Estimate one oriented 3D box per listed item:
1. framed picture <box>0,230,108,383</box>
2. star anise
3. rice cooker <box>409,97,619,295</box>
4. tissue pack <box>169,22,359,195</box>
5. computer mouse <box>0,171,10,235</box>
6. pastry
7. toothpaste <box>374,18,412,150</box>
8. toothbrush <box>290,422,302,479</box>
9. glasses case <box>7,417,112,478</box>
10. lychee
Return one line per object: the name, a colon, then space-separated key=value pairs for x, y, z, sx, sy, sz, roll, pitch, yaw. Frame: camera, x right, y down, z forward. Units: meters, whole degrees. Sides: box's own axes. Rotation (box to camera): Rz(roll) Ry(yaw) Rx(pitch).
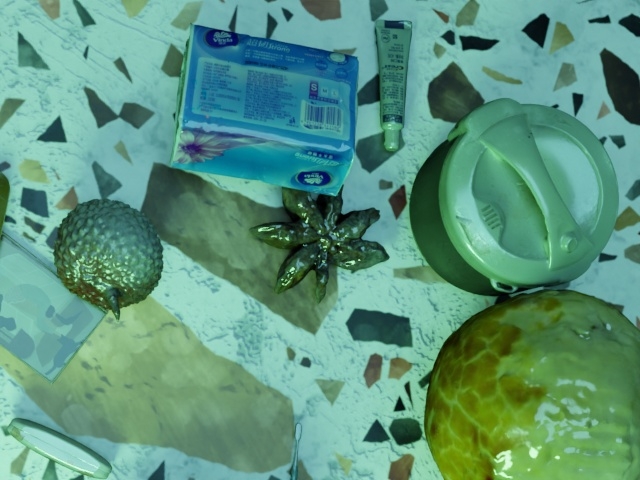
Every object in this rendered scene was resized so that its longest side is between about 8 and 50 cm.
framed picture: x=-0.438 y=0.100 z=1.913 sx=0.201 sy=0.010 sz=0.136 roll=39 pitch=79 yaw=-6
star anise: x=-0.004 y=-0.016 z=1.980 sx=0.212 sy=0.073 sz=0.197 roll=-31 pitch=94 yaw=-15
rice cooker: x=0.288 y=-0.060 z=1.938 sx=0.288 sy=0.277 sz=0.289 roll=2 pitch=81 yaw=-11
tissue pack: x=-0.083 y=-0.191 z=1.923 sx=0.263 sy=0.146 sz=0.198 roll=9 pitch=59 yaw=-10
computer mouse: x=-0.519 y=-0.016 z=1.885 sx=0.102 sy=0.045 sz=0.199 roll=13 pitch=80 yaw=-7
pastry: x=0.311 y=0.252 z=1.872 sx=0.312 sy=0.388 sz=0.389 roll=7 pitch=83 yaw=4
toothpaste: x=0.116 y=-0.249 z=2.046 sx=0.061 sy=0.037 sz=0.216 roll=3 pitch=80 yaw=-11
toothbrush: x=-0.041 y=0.363 z=1.967 sx=0.011 sy=0.014 sz=0.167 roll=6 pitch=85 yaw=-12
glasses case: x=-0.382 y=0.305 z=1.877 sx=0.164 sy=0.063 sz=0.041 roll=28 pitch=77 yaw=-8
lychee: x=-0.308 y=0.027 z=1.867 sx=0.165 sy=0.165 sz=0.197 roll=8 pitch=50 yaw=-11
